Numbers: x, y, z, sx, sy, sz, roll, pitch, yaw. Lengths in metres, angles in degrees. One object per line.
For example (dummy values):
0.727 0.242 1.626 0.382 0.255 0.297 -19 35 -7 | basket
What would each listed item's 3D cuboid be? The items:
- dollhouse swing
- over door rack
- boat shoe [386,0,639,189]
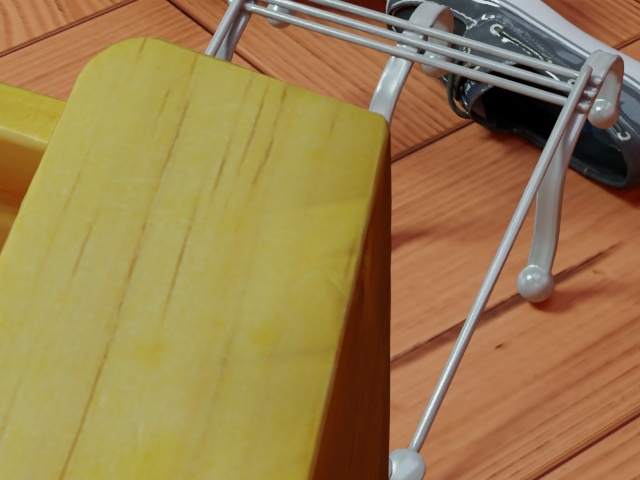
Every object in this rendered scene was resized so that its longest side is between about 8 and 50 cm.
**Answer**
-0.133 0.127 0.737 0.305 0.347 0.315 6 41 7 | dollhouse swing
0.000 0.000 1.085 0.239 0.108 0.324 18 59 22 | over door rack
0.120 -0.096 1.208 0.228 0.080 0.076 34 51 25 | boat shoe
